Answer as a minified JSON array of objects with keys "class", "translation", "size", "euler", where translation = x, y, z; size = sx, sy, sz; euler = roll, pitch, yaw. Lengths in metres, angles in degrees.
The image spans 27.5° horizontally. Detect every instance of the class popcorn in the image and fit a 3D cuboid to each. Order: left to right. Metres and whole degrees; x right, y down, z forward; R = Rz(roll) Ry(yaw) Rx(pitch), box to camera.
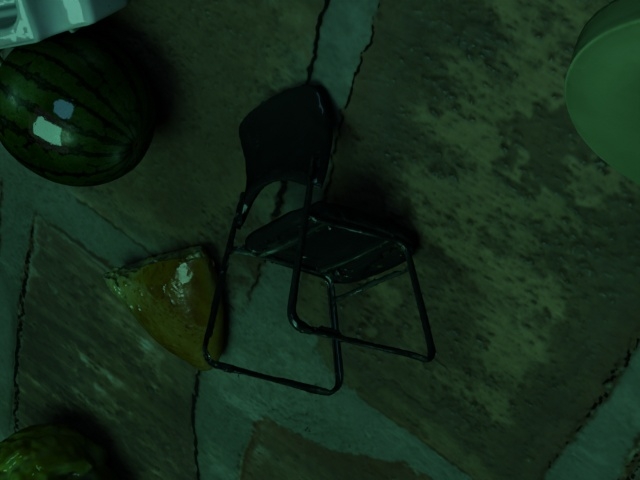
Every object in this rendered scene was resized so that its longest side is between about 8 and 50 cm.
[{"class":"popcorn","translation":[-0.334,0.322,1.601],"size":[0.198,0.198,0.212],"euler":[43,173,5]}]

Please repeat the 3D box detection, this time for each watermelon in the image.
[{"class":"watermelon","translation":[-0.235,-0.126,1.176],"size":[0.187,0.141,0.140],"euler":[29,136,26]}]

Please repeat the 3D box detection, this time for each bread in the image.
[{"class":"bread","translation":[-0.144,0.076,1.324],"size":[0.154,0.054,0.136],"euler":[-7,119,47]}]

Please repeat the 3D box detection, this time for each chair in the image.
[{"class":"chair","translation":[0.000,0.000,1.103],"size":[0.145,0.221,0.140],"euler":[17,153,-33]}]

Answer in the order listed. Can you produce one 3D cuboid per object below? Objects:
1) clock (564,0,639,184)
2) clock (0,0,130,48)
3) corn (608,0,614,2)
[{"class":"clock","translation":[0.263,-0.076,0.786],"size":[0.235,0.029,0.235],"euler":[19,159,8]},{"class":"clock","translation":[-0.319,-0.271,1.103],"size":[0.262,0.116,0.231],"euler":[-5,118,24]},{"class":"corn","translation":[0.123,-0.224,0.798],"size":[0.335,0.126,0.126],"euler":[31,137,18]}]
